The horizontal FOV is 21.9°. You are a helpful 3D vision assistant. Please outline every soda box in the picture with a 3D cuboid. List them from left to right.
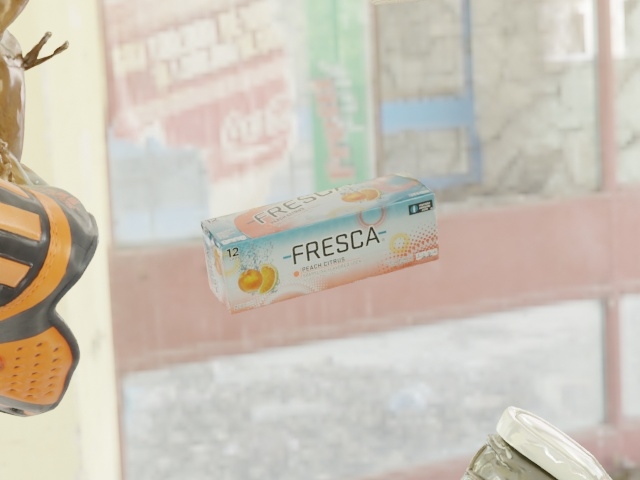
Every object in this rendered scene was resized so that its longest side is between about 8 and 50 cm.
[{"bbox_3d":[0.000,0.000,1.314,0.183,0.063,0.058,-14,26,-18],"label":"soda box"}]

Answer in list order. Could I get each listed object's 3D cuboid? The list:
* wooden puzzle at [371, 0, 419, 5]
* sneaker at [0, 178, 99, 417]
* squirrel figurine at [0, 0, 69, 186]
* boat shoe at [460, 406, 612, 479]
[{"bbox_3d":[0.193,-0.287,1.637,0.238,0.044,0.221,-29,17,-24],"label":"wooden puzzle"},{"bbox_3d":[-0.223,0.045,0.764,0.180,0.125,0.321,17,-24,-42],"label":"sneaker"},{"bbox_3d":[-0.339,-0.139,1.302,0.281,0.370,0.397,4,46,4],"label":"squirrel figurine"},{"bbox_3d":[0.254,0.266,1.386,0.305,0.091,0.109,39,12,16],"label":"boat shoe"}]
